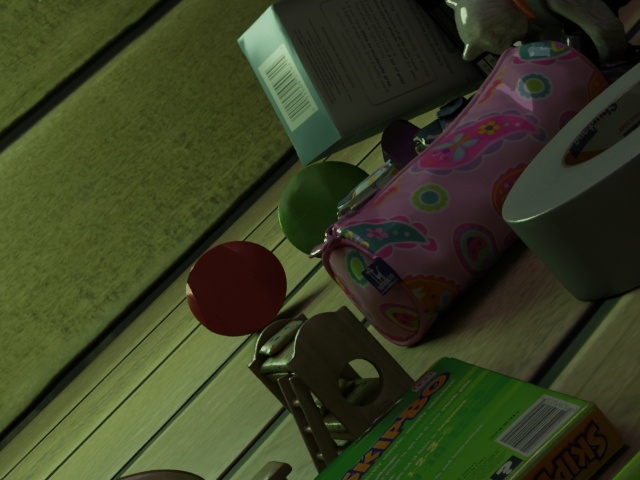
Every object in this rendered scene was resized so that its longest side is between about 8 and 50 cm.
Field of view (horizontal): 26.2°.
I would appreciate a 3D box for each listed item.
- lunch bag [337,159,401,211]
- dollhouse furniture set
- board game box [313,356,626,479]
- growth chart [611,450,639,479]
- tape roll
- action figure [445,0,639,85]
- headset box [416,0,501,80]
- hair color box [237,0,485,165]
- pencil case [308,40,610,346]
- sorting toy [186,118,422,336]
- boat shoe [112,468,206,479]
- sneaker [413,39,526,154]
[{"bbox_3d":[0.069,-0.038,1.534,0.083,0.071,0.053,-42,9,5],"label":"lunch bag"},{"bbox_3d":[-0.038,0.135,0.998,0.161,0.101,0.182,-44,8,-18],"label":"dollhouse furniture set"},{"bbox_3d":[0.068,0.126,0.773,0.124,0.039,0.259,-42,10,-8],"label":"board game box"},{"bbox_3d":[0.201,0.065,0.507,0.172,0.021,0.237,-43,8,-18],"label":"growth chart"},{"bbox_3d":[0.223,-0.060,0.890,0.219,0.072,0.219,-41,7,6],"label":"tape roll"},{"bbox_3d":[0.273,-0.274,1.350,0.330,0.178,0.341,-25,22,-5],"label":"action figure"},{"bbox_3d":[0.260,-0.360,1.723,0.283,0.246,0.131,-46,8,-34],"label":"headset box"},{"bbox_3d":[0.102,-0.254,1.758,0.374,0.185,0.113,-26,-4,-32],"label":"hair color box"},{"bbox_3d":[0.122,-0.044,1.132,0.284,0.124,0.124,-44,8,-21],"label":"pencil case"},{"bbox_3d":[0.000,0.000,1.688,0.365,0.127,0.126,-41,-22,-11],"label":"sorting toy"},{"bbox_3d":[-0.188,0.280,1.016,0.302,0.109,0.098,-39,48,18],"label":"boat shoe"},{"bbox_3d":[0.180,-0.140,1.492,0.163,0.086,0.226,-38,8,19],"label":"sneaker"}]
